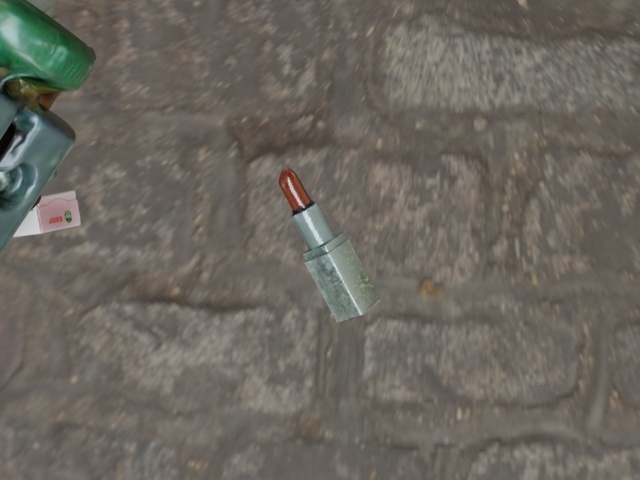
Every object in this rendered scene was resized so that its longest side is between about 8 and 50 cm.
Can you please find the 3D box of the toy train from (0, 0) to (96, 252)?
[{"bbox_3d":[-0.147,-0.056,0.404,0.136,0.228,0.091,33,91,29],"label":"toy train"}]

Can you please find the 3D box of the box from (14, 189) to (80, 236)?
[{"bbox_3d":[-0.358,-0.027,1.853,0.125,0.089,0.043,-7,94,26],"label":"box"}]

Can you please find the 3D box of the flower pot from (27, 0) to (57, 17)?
[{"bbox_3d":[-0.379,-0.327,1.709,0.246,0.195,0.246,0,104,1],"label":"flower pot"}]

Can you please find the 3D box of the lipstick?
[{"bbox_3d":[0.001,0.000,1.227,0.030,0.030,0.129,-21,99,44],"label":"lipstick"}]
